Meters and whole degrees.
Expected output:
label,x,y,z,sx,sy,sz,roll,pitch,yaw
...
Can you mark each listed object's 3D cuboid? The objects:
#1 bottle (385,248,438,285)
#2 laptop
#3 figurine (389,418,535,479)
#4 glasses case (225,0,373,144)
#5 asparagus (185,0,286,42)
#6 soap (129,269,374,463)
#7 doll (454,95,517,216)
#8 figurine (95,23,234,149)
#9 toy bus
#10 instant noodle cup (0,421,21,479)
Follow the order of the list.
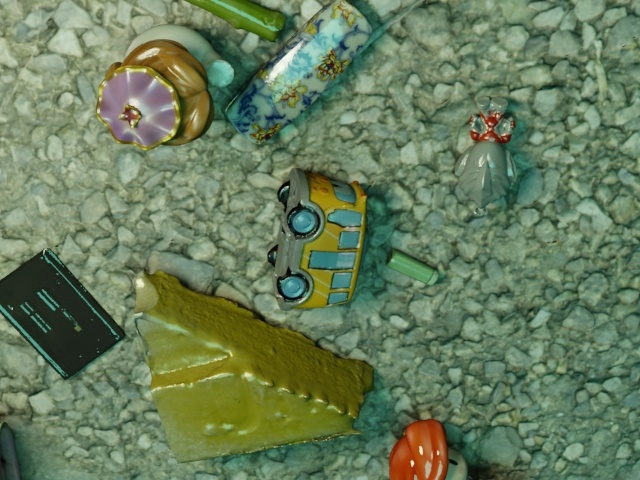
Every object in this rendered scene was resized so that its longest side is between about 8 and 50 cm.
label,x,y,z,sx,sy,sz,roll,pitch,yaw
bottle,0.144,0.043,1.683,0.083,0.030,0.030,25,110,-13
laptop,-0.421,0.119,1.704,0.135,0.016,0.197,-35,110,11
figurine,0.217,0.429,1.775,0.257,0.181,0.208,30,138,-6
glasses case,-0.031,-0.242,1.539,0.248,0.065,0.087,-42,107,13
asparagus,-0.136,-0.333,1.512,0.178,0.041,0.045,22,141,-10
soap,-0.094,0.170,1.656,0.338,0.169,0.304,-10,123,2
doll,0.250,-0.125,1.597,0.094,0.079,0.180,7,100,11
figurine,-0.211,-0.208,1.440,0.189,0.263,0.142,-13,114,5
toy bus,0.000,0.000,1.612,0.136,0.126,0.209,4,112,-13
instant noodle cup,-0.612,0.423,1.679,0.254,0.325,0.326,-6,113,-9
